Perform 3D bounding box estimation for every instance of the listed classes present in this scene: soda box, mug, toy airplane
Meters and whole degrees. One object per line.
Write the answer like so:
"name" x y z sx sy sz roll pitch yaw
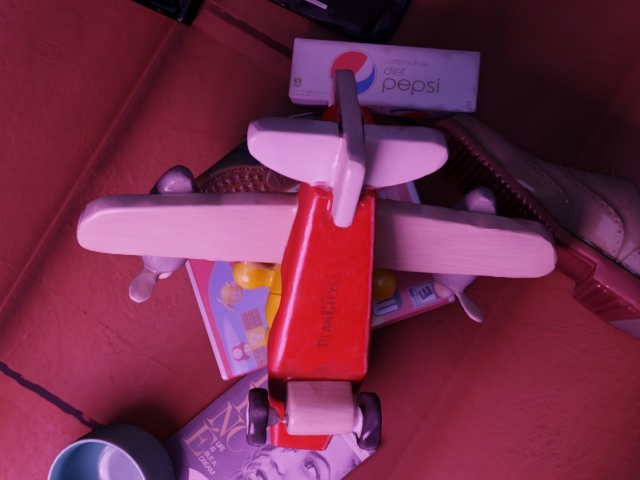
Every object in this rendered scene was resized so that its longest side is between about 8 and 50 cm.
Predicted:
"soda box" 0.074 -0.186 1.430 0.216 0.069 0.074 5 87 3
"mug" -0.233 0.288 1.402 0.129 0.097 0.158 10 101 16
"toy airplane" 0.000 0.000 1.290 0.384 0.272 0.386 -38 113 11

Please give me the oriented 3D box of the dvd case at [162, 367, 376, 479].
"dvd case" -0.071 0.251 1.439 0.221 0.018 0.164 -39 85 0

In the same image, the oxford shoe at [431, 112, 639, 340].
"oxford shoe" 0.279 -0.039 1.397 0.348 0.123 0.130 42 75 -1

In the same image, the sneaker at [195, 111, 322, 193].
"sneaker" -0.067 -0.093 1.432 0.192 0.086 0.064 -24 124 0

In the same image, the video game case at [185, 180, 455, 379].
"video game case" -0.010 0.022 1.437 0.285 0.025 0.204 -19 81 3

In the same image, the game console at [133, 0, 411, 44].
"game console" -0.071 -0.329 1.461 0.361 0.044 0.213 26 89 6
